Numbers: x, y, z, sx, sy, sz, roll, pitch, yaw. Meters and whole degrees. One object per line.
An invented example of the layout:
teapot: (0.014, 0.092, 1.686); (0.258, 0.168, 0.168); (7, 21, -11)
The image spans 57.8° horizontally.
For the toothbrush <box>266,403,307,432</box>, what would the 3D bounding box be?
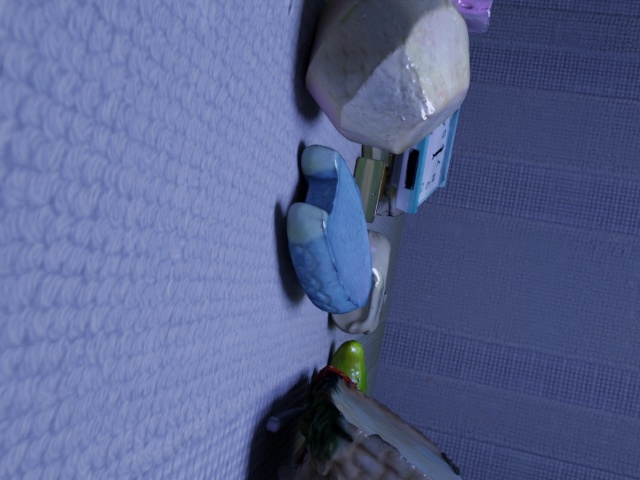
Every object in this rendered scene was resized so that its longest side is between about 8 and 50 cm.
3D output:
toothbrush: (-0.056, 0.350, 1.157); (0.342, 0.025, 0.030); (54, 49, -74)

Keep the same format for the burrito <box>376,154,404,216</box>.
burrito: (0.192, -0.162, 1.701); (0.175, 0.107, 0.348); (-52, 151, -34)

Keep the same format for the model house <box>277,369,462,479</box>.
model house: (0.050, 0.521, 1.080); (0.400, 0.395, 0.445); (-57, -176, -3)

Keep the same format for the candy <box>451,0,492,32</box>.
candy: (0.347, -0.667, 1.607); (0.155, 0.265, 0.116); (-18, 121, -76)

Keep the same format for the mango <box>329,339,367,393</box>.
mango: (0.069, 0.369, 1.543); (0.125, 0.111, 0.233); (-66, 161, -63)

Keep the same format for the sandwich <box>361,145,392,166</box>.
sandwich: (0.163, -0.288, 1.502); (0.113, 0.079, 0.163); (87, 18, -50)

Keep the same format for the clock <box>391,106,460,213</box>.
clock: (0.270, -0.238, 1.562); (0.231, 0.116, 0.262); (-40, 142, -46)

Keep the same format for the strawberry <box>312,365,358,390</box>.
strawberry: (0.032, 0.371, 1.367); (0.148, 0.131, 0.131); (50, 46, -43)

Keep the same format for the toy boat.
toy boat: (0.000, 0.000, 0.994); (0.330, 0.123, 0.215); (63, 29, -52)

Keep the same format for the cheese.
cheese: (0.109, 0.107, 1.470); (0.233, 0.127, 0.266); (-40, 140, -72)

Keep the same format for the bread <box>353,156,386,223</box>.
bread: (0.110, -0.122, 1.416); (0.084, 0.074, 0.139); (80, 25, -58)

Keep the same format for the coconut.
coconut: (0.096, -0.272, 0.884); (0.259, 0.259, 0.259); (10, 90, -78)
